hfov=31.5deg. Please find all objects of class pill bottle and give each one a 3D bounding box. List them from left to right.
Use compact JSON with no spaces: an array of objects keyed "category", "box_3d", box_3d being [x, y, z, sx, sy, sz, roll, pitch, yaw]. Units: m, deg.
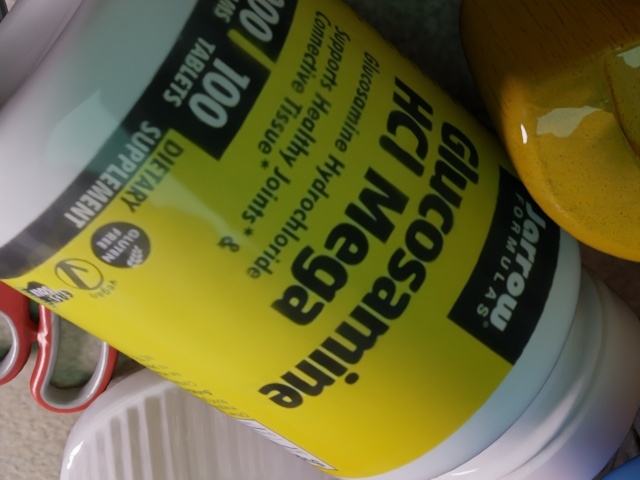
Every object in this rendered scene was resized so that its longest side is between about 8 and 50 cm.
[{"category":"pill bottle","box_3d":[0.000,0.000,0.543,0.334,0.188,0.188,35,115,-27]}]

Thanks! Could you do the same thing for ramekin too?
[{"category":"ramekin","box_3d":[-0.056,0.178,0.701,0.207,0.109,0.207,-6,129,-7]}]

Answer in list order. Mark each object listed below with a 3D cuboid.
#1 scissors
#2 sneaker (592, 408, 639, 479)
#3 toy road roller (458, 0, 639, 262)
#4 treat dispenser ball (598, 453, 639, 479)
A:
[{"category":"scissors","box_3d":[-0.150,-0.020,0.620,0.108,0.021,0.297,10,122,-10]},{"category":"sneaker","box_3d":[0.191,0.243,0.742,0.147,0.145,0.385,5,107,-17]},{"category":"toy road roller","box_3d":[0.206,-0.048,0.523,0.240,0.202,0.330,-18,121,8]},{"category":"treat dispenser ball","box_3d":[0.219,0.227,0.513,0.288,0.288,0.288,-3,125,-4]}]
